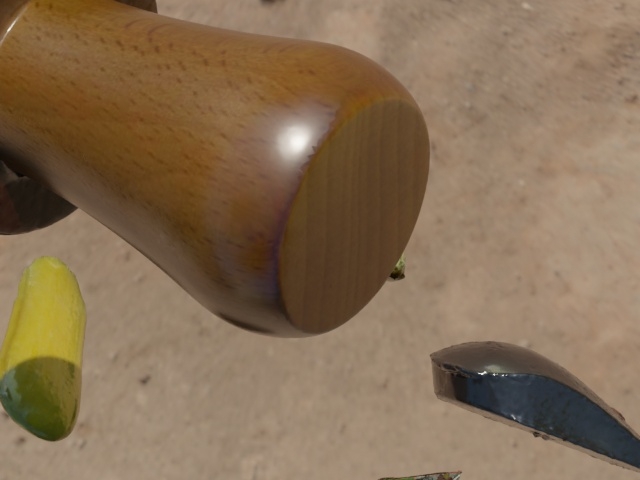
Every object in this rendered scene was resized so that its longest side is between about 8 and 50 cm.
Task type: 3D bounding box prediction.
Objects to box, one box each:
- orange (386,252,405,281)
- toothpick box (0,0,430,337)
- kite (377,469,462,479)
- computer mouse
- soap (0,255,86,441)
[{"bbox_3d":[0.000,0.000,1.588,0.170,0.160,0.112,-17,95,-41],"label":"orange"},{"bbox_3d":[-0.097,-0.064,0.879,0.294,0.192,0.192,25,104,29],"label":"toothpick box"},{"bbox_3d":[0.062,0.305,1.575,0.244,0.006,0.198,-40,137,-30],"label":"kite"},{"bbox_3d":[0.253,0.177,1.780,0.295,0.168,0.087,24,83,-16],"label":"computer mouse"},{"bbox_3d":[-0.233,0.094,1.382,0.033,0.168,0.089,-24,131,28],"label":"soap"}]
